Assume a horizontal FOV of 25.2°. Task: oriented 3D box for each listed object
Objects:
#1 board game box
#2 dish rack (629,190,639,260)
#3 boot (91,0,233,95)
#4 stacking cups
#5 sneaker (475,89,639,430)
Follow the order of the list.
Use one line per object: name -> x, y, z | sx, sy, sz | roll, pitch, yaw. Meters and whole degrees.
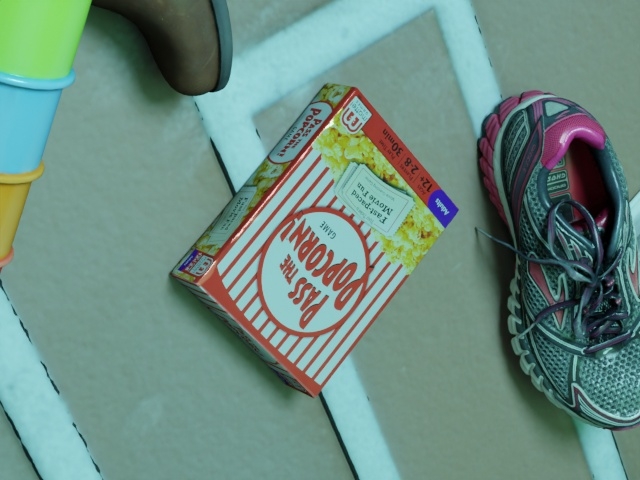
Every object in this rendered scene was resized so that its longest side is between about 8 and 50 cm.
board game box -> 0.000, 0.000, 1.098 | 0.193, 0.045, 0.147 | -52, 122, -13
dish rack -> 0.406, 0.063, 1.366 | 0.285, 0.072, 0.333 | -45, 119, -17
boot -> -0.213, -0.148, 0.901 | 0.280, 0.096, 0.264 | -36, 125, -18
stacking cups -> -0.197, -0.080, 0.855 | 0.096, 0.096, 0.316 | 8, 111, -34
sneaker -> 0.211, 0.027, 1.181 | 0.121, 0.112, 0.299 | -24, 107, -10
